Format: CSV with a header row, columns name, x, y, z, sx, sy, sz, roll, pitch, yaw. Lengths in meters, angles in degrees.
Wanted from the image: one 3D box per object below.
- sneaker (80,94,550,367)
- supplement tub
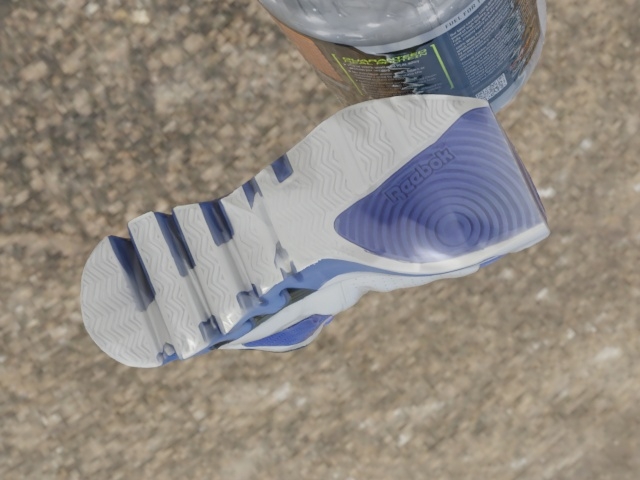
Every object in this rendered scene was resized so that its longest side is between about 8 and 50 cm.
name,x,y,z,sx,sy,sz,roll,pitch,yaw
sneaker,-0.001,0.001,0.873,0.316,0.127,0.182,-20,171,8
supplement tub,0.053,-0.200,0.840,0.193,0.193,0.316,-43,163,3
